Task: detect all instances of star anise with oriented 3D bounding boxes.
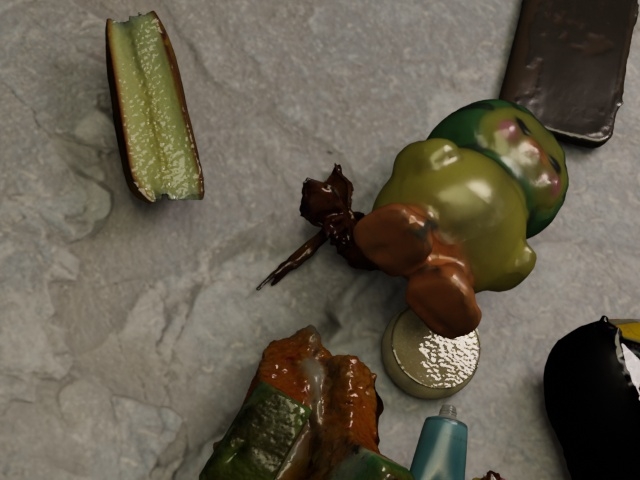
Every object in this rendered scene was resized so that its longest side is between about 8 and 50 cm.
[{"bbox_3d":[-0.006,-0.003,1.756,0.158,0.144,0.140,61,24,8],"label":"star anise"}]

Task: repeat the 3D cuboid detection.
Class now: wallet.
[{"bbox_3d":[0.345,-0.270,1.948,0.165,0.042,0.309,17,63,-3],"label":"wallet"}]

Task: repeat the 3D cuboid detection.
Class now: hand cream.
[{"bbox_3d":[0.121,0.289,1.557,0.083,0.048,0.224,15,69,-8],"label":"hand cream"}]

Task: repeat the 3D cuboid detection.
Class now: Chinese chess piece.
[{"bbox_3d":[0.134,0.134,1.725,0.122,0.051,0.122,5,67,-13],"label":"Chinese chess piece"}]

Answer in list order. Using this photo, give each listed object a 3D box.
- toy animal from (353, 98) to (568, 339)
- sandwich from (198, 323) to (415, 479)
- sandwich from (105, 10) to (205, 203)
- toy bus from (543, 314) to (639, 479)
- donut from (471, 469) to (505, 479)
[{"bbox_3d":[0.168,-0.037,1.722,0.216,0.191,0.338,50,49,-11],"label":"toy animal"},{"bbox_3d":[-0.030,0.211,1.569,0.250,0.162,0.301,-23,38,21],"label":"sandwich"},{"bbox_3d":[-0.208,-0.151,1.747,0.094,0.096,0.258,-10,71,-9],"label":"sandwich"},{"bbox_3d":[0.406,0.274,1.655,0.162,0.171,0.386,0,59,-33],"label":"toy bus"},{"bbox_3d":[0.121,0.357,1.601,0.230,0.096,0.216,-3,69,-13],"label":"donut"}]
